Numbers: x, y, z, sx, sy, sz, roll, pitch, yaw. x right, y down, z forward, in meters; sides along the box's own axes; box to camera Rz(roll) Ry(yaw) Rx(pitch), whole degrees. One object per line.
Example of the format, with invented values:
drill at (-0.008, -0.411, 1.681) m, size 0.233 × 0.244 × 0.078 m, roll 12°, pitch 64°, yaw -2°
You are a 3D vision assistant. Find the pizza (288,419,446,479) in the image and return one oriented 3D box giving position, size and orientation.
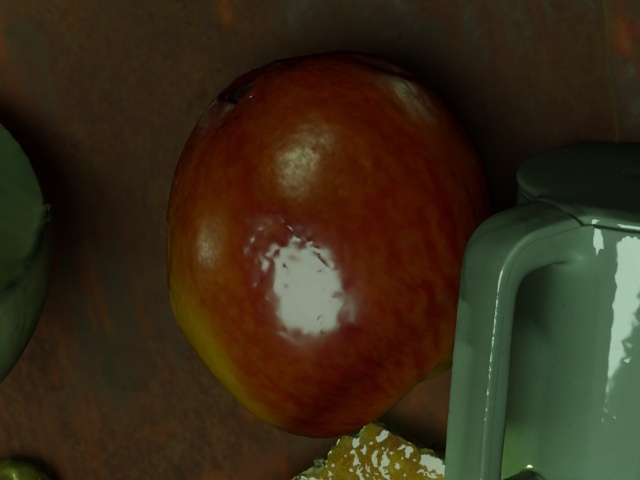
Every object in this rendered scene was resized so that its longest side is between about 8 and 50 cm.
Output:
pizza at (0.038, 0.225, 1.550) m, size 0.271 × 0.056 × 0.134 m, roll -36°, pitch 97°, yaw 26°

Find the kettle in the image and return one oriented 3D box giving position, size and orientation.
kettle at (0.201, 0.105, 1.359) m, size 0.265 × 0.205 × 0.318 m, roll -1°, pitch 110°, yaw -12°

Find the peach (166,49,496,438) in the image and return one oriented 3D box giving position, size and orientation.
peach at (0.000, 0.000, 1.386) m, size 0.281 × 0.238 × 0.280 m, roll 8°, pitch 108°, yaw 27°

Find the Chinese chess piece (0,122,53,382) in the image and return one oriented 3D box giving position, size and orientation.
Chinese chess piece at (-0.384, 0.006, 1.450) m, size 0.349 × 0.349 × 0.146 m, roll 30°, pitch 133°, yaw 6°

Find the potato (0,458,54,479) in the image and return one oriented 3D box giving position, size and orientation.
potato at (-0.276, 0.216, 1.653) m, size 0.092 × 0.045 × 0.046 m, roll -9°, pitch 68°, yaw 23°
